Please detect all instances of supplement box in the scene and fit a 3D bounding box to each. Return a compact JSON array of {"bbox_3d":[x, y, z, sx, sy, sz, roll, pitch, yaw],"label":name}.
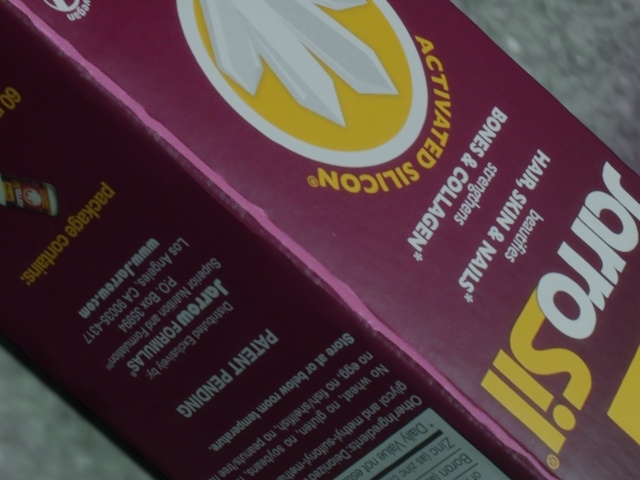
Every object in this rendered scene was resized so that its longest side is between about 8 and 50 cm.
[{"bbox_3d":[0.000,0.000,0.435,0.188,0.081,0.104,42,43,-6],"label":"supplement box"}]
